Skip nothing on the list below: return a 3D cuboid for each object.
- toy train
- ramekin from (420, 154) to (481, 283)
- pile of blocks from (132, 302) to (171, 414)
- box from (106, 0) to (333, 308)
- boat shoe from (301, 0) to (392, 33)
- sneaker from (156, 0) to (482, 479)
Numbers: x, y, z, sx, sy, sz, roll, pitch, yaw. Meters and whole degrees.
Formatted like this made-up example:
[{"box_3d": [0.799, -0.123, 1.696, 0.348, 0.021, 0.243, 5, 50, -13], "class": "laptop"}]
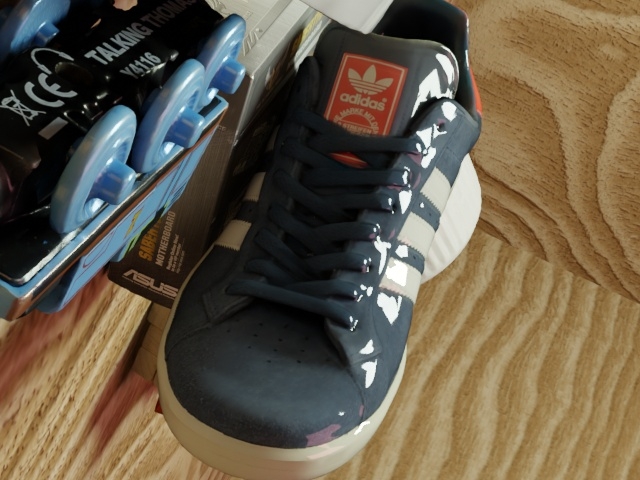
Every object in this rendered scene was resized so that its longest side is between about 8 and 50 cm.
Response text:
[{"box_3d": [-0.087, -0.031, 0.394, 0.105, 0.080, 0.184, -61, 179, 32], "class": "toy train"}, {"box_3d": [0.057, -0.041, 1.113, 0.109, 0.207, 0.207, 54, 49, -35], "class": "ramekin"}, {"box_3d": [-0.059, 0.101, 1.009, 0.362, 0.149, 0.112, -48, 162, -78], "class": "pile of blocks"}, {"box_3d": [-0.043, -0.093, 0.708, 0.231, 0.056, 0.183, -60, 172, -47], "class": "box"}, {"box_3d": [-0.009, -0.154, 0.408, 0.105, 0.113, 0.306, -51, 169, 11], "class": "boat shoe"}, {"box_3d": [0.011, -0.029, 0.624, 0.350, 0.131, 0.148, -67, 172, -52], "class": "sneaker"}]
